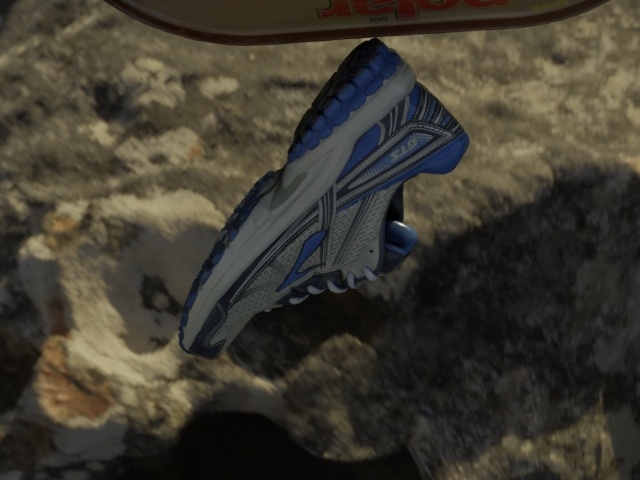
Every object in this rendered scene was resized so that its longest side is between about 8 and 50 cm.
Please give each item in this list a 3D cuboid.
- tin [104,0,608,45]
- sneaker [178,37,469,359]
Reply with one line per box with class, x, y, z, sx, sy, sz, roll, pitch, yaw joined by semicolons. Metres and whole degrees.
tin;0.011;-0.106;0.441;0.190;0.106;0.040;-1;58;14
sneaker;0.000;0.000;0.482;0.058;0.052;0.135;35;119;-7
